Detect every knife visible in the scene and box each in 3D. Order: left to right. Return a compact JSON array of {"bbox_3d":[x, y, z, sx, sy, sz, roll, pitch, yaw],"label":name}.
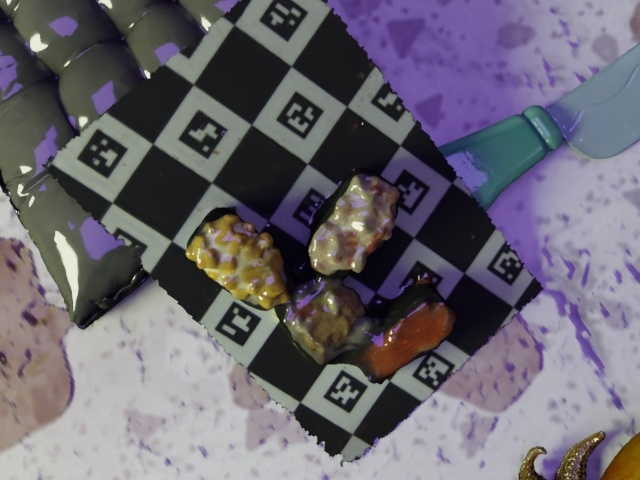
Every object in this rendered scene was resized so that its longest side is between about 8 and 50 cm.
[{"bbox_3d":[0.172,-0.080,0.847,0.260,0.034,0.063,-30,88,-4],"label":"knife"}]

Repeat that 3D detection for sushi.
[{"bbox_3d":[0.000,0.000,0.779,0.192,0.043,0.279,-41,109,-3],"label":"sushi"}]

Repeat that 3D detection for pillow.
[{"bbox_3d":[-0.145,-0.131,0.837,0.228,0.101,0.326,-34,84,-5],"label":"pillow"}]

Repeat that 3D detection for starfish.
[{"bbox_3d":[0.161,0.162,0.817,0.078,0.028,0.091,19,82,-1],"label":"starfish"}]

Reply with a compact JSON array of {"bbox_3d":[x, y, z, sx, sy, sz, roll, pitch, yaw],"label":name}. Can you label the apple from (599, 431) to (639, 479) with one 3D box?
[{"bbox_3d":[0.232,0.192,0.733,0.160,0.173,0.195,-5,38,19],"label":"apple"}]
